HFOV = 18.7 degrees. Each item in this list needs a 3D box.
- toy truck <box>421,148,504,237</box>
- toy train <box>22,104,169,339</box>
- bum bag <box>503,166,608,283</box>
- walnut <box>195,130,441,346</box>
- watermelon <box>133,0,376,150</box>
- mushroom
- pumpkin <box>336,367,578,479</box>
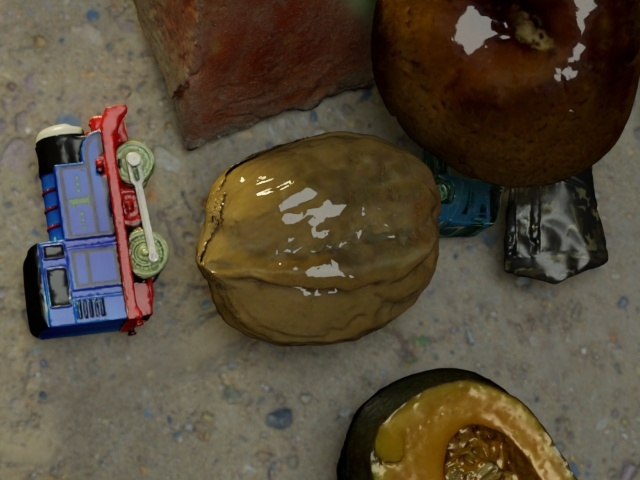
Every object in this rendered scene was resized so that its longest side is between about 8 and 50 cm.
[{"bbox_3d":[0.132,-0.089,1.893,0.081,0.067,0.175,6,74,-18],"label":"toy truck"},{"bbox_3d":[-0.211,-0.014,1.785,0.131,0.083,0.204,-6,80,-12],"label":"toy train"},{"bbox_3d":[0.227,-0.074,1.905,0.102,0.069,0.248,-1,74,3],"label":"bum bag"},{"bbox_3d":[0.000,0.000,1.778,0.245,0.198,0.198,-12,81,-25],"label":"walnut"},{"bbox_3d":[-0.061,-0.216,1.818,0.310,0.232,0.193,-4,72,-60],"label":"watermelon"},{"bbox_3d":[0.173,-0.179,1.804,0.267,0.254,0.267,-1,69,2],"label":"mushroom"},{"bbox_3d":[0.130,0.277,1.779,0.222,0.139,0.317,-30,89,-20],"label":"pumpkin"}]
